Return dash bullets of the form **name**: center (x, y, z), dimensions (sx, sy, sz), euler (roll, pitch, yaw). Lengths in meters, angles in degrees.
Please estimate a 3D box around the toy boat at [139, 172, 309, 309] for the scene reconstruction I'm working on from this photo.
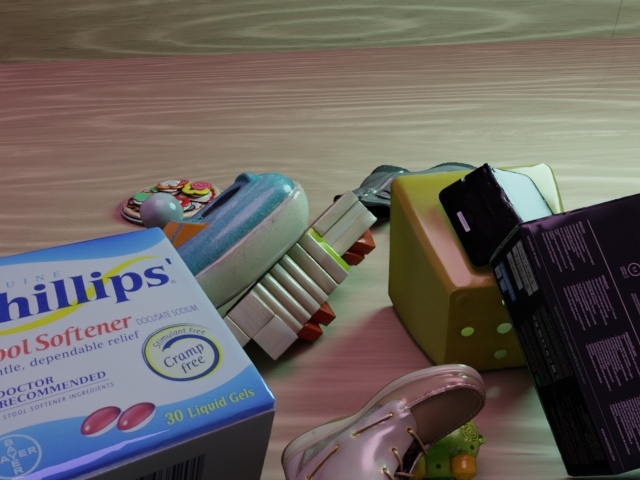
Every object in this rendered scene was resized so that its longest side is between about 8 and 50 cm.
- **toy boat**: center (-0.171, -0.006, 1.058), dimensions (0.267, 0.148, 0.318), euler (-43, 17, -19)

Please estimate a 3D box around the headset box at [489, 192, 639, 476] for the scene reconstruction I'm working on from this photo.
- **headset box**: center (0.355, 0.077, 0.755), dimensions (0.283, 0.246, 0.131), euler (-16, -17, -5)

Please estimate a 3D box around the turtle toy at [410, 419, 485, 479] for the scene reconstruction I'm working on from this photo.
- **turtle toy**: center (0.104, 0.209, 0.775), dimensions (0.130, 0.066, 0.095), euler (-3, 50, 7)

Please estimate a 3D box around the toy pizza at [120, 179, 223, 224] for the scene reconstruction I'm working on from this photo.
- **toy pizza**: center (-0.287, -0.083, 1.456), dimensions (0.201, 0.032, 0.201), euler (-3, 26, 2)

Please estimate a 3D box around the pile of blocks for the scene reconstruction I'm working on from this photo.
- **pile of blocks**: center (-0.027, 0.073, 1.057), dimensions (0.149, 0.112, 0.362), euler (-41, 4, 46)

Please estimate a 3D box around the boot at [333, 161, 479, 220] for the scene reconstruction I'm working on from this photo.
- **boot**: center (0.159, -0.073, 1.335), dimensions (0.247, 0.083, 0.161), euler (3, 27, 33)

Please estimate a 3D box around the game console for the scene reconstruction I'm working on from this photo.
- **game console**: center (0.216, -0.026, 0.888), dimensions (0.107, 0.071, 0.122), euler (-32, 49, 14)

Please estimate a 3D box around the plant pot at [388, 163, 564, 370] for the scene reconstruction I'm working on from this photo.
- **plant pot**: center (0.208, 0.047, 0.954), dimensions (0.212, 0.212, 0.187), euler (-5, 37, -3)

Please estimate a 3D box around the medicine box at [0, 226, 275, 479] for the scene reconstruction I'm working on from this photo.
- **medicine box**: center (-0.232, 0.145, 0.751), dimensions (0.264, 0.149, 0.289), euler (-13, 45, -32)

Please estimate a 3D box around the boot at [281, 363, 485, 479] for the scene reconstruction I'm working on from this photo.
- **boot**: center (0.067, 0.211, 0.660), dimensions (0.213, 0.077, 0.165), euler (-29, 28, 9)
